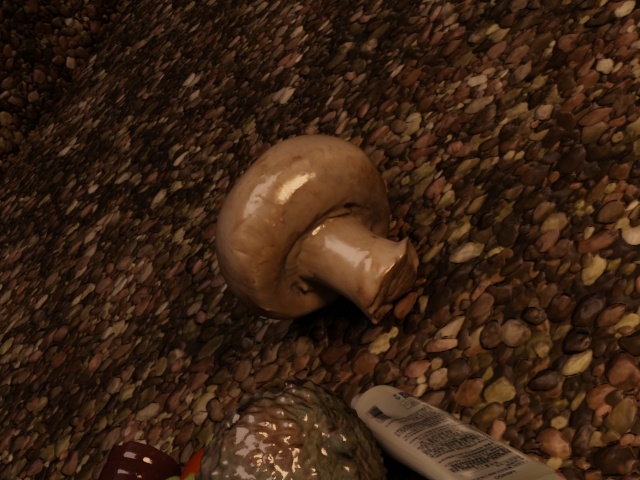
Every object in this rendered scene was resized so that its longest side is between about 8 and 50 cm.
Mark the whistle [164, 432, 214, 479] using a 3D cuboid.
[{"bbox_3d":[-0.144,0.337,1.532,0.288,0.131,0.106,-41,55,5],"label":"whistle"}]

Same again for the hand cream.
[{"bbox_3d":[0.139,0.249,1.349,0.124,0.078,0.340,-12,17,-29],"label":"hand cream"}]

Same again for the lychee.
[{"bbox_3d":[-0.041,0.299,1.333,0.274,0.255,0.255,-38,26,40],"label":"lychee"}]

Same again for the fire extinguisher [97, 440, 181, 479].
[{"bbox_3d":[-0.315,0.451,1.587,0.114,0.135,0.337,-24,36,42],"label":"fire extinguisher"}]

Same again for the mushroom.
[{"bbox_3d":[0.000,0.000,1.656,0.297,0.297,0.290,-48,53,-7],"label":"mushroom"}]
